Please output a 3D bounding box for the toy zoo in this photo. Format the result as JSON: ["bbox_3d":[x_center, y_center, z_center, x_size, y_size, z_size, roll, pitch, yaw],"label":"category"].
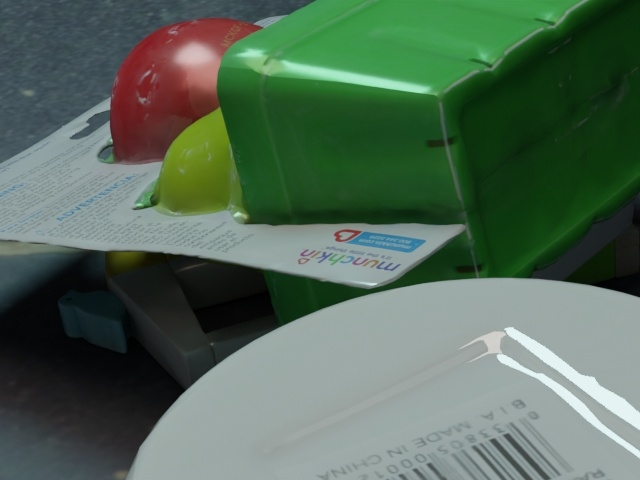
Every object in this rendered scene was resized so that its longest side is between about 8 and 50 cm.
[{"bbox_3d":[0.000,0.000,0.993,0.293,0.030,0.192,-15,31,-12],"label":"toy zoo"}]

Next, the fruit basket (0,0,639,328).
[{"bbox_3d":[-0.003,-0.053,0.942,0.353,0.165,0.327,-3,23,43],"label":"fruit basket"}]

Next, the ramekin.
[{"bbox_3d":[0.057,0.130,0.655,0.277,0.135,0.277,-6,30,3],"label":"ramekin"}]
